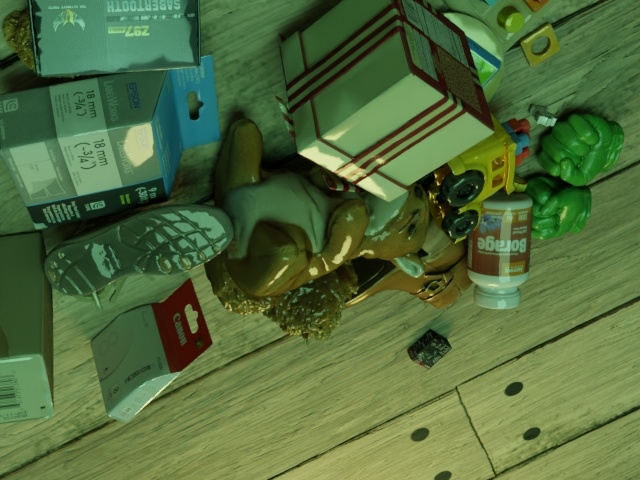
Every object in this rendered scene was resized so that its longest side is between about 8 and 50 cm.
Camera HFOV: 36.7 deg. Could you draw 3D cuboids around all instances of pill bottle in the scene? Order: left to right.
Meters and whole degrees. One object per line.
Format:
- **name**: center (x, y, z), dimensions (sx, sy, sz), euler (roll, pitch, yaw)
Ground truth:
- **pill bottle**: center (0.348, 0.018, 1.878), dimensions (0.121, 0.121, 0.216), euler (-5, 105, -16)

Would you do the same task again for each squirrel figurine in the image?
- **squirrel figurine**: center (0.000, 0.000, 1.737), dimensions (0.370, 0.281, 0.397), euler (-4, 143, -30)

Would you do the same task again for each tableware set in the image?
- **tableware set**: center (-0.393, 0.041, 1.731), dimensions (0.128, 0.039, 0.194), euler (16, 120, -29)

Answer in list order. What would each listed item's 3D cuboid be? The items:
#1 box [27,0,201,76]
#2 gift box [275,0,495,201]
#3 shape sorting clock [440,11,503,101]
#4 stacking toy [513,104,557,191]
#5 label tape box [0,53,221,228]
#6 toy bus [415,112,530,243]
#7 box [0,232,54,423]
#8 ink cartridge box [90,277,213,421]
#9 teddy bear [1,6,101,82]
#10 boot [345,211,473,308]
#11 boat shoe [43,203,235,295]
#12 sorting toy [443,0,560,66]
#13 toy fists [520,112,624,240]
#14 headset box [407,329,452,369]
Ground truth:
- **box**: center (-0.286, -0.328, 1.338), dimensions (0.233, 0.059, 0.183), euler (-6, 118, -17)
- **gift box**: center (0.074, -0.243, 1.507), dimensions (0.258, 0.255, 0.276), euler (-33, 137, 32)
- **shape sorting clock**: center (0.214, -0.297, 1.670), dimensions (0.206, 0.040, 0.206), euler (0, 127, 0)
- **stacking toy**: center (0.317, -0.179, 1.804), dimensions (0.221, 0.052, 0.167), euler (5, 125, -22)
- **label tape box**: center (-0.315, -0.150, 1.515), dimensions (0.334, 0.106, 0.240), euler (-13, 153, -9)
- **toy bus**: center (0.284, -0.129, 1.727), dimensions (0.211, 0.149, 0.220), euler (-22, 141, -10)
- **box**: center (-0.508, 0.138, 1.587), dimensions (0.121, 0.311, 0.148), euler (-7, 127, -11)
- **ink cartridge box**: center (-0.317, 0.191, 1.780), dimensions (0.232, 0.189, 0.066), euler (-45, 132, 17)
- **teddy bear**: center (-0.330, -0.372, 1.385), dimensions (0.338, 0.113, 0.245), euler (-37, 128, 10)
- **boot**: center (0.173, 0.076, 1.933), dimensions (0.283, 0.109, 0.220), euler (-43, 133, 6)
- **boat shoe**: center (-0.302, -0.004, 1.621), dimensions (0.324, 0.116, 0.123), euler (-12, 112, 5)
- **sorting toy**: center (0.325, -0.419, 1.620), dimensions (0.196, 0.047, 0.348), euler (-42, 129, 15)
- **toy fists**: center (0.478, -0.119, 1.880), dimensions (0.142, 0.096, 0.279), euler (3, 127, -19)
- **headset box**: center (0.236, 0.242, 2.118), dimensions (0.062, 0.032, 0.083), euler (31, 113, -35)
